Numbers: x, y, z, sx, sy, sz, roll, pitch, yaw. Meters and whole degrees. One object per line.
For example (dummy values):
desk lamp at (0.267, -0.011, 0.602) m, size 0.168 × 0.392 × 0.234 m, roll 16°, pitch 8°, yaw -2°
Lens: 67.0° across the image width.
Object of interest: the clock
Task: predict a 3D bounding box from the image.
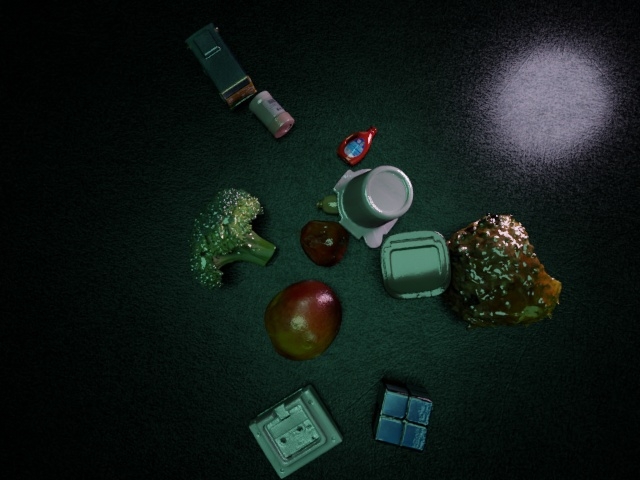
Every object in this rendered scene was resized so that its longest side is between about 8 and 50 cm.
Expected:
clock at (-0.089, 0.674, 1.697) m, size 0.262 × 0.116 × 0.231 m, roll -32°, pitch 85°, yaw 2°

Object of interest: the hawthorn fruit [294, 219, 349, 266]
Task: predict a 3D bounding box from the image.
hawthorn fruit at (0.014, 0.003, 1.722) m, size 0.174 × 0.173 × 0.179 m, roll -36°, pitch 85°, yaw 0°

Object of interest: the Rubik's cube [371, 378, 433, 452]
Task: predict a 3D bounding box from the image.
Rubik's cube at (0.275, 0.591, 1.649) m, size 0.167 × 0.180 × 0.183 m, roll 14°, pitch 88°, yaw 4°

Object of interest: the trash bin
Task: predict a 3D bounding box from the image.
trash bin at (0.309, 0.086, 1.650) m, size 0.220 × 0.250 × 0.219 m, roll -5°, pitch 86°, yaw 3°

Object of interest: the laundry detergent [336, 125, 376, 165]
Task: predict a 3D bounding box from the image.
laundry detergent at (0.141, -0.362, 1.798) m, size 0.097 × 0.049 × 0.165 m, roll 42°, pitch 86°, yaw 9°

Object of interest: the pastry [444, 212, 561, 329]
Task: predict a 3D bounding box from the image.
pastry at (0.571, 0.127, 1.620) m, size 0.337 × 0.292 × 0.405 m, roll -34°, pitch 96°, yaw 9°

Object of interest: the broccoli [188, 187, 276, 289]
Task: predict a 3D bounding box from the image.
broccoli at (-0.321, 0.000, 1.696) m, size 0.302 × 0.249 × 0.375 m, roll 23°, pitch 82°, yaw 8°

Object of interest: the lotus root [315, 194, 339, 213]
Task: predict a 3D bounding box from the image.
lotus root at (0.054, -0.133, 1.775) m, size 0.151 × 0.062 × 0.072 m, roll 0°, pitch 87°, yaw -2°

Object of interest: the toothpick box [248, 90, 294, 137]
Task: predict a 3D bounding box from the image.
toothpick box at (-0.183, -0.468, 1.798) m, size 0.098 × 0.098 × 0.149 m, roll -43°, pitch 84°, yaw 0°

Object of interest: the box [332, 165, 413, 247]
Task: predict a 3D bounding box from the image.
box at (0.194, -0.126, 1.666) m, size 0.263 × 0.206 × 0.290 m, roll -1°, pitch 85°, yaw -13°

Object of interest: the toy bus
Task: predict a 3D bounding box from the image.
toy bus at (-0.368, -0.644, 1.790) m, size 0.139 × 0.167 × 0.275 m, roll -34°, pitch 84°, yaw 1°

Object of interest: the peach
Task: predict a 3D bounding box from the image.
peach at (-0.054, 0.276, 1.664) m, size 0.281 × 0.238 × 0.280 m, roll -4°, pitch 61°, yaw 7°
